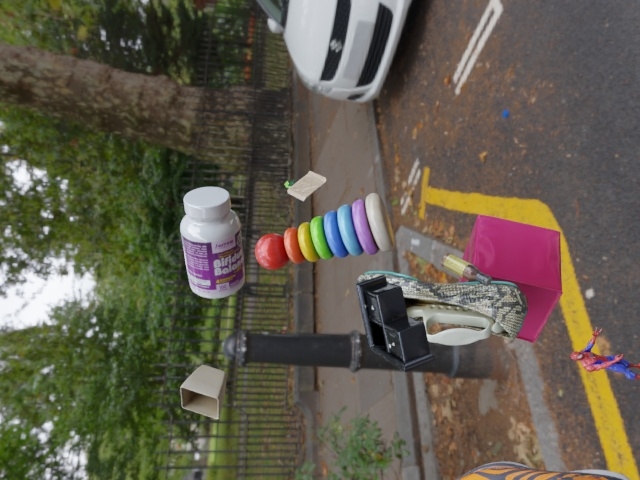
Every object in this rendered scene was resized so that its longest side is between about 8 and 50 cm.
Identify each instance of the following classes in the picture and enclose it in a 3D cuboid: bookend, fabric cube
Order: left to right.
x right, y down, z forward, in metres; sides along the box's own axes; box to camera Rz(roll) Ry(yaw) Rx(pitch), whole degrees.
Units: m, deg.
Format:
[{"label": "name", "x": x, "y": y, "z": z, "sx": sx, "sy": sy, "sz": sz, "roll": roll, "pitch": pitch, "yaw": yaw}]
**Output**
[{"label": "bookend", "x": 0.152, "y": 0.167, "z": 1.051, "sx": 0.157, "sy": 0.073, "sz": 0.156, "roll": -164, "pitch": 59, "yaw": -67}, {"label": "fabric cube", "x": 0.571, "y": 0.116, "z": 1.561, "sx": 0.258, "sy": 0.255, "sz": 0.258, "roll": 93, "pitch": -166, "yaw": -45}]

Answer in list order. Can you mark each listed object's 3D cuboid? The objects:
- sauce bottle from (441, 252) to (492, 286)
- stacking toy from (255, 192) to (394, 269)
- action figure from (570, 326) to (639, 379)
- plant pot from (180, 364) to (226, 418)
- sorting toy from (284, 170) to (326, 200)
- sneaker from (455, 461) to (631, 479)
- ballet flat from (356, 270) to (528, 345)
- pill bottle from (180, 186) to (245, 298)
[{"label": "sauce bottle", "x": 0.359, "y": 0.074, "z": 1.246, "sx": 0.128, "sy": 0.042, "sz": 0.042, "roll": 32, "pitch": 124, "yaw": 37}, {"label": "stacking toy", "x": 0.000, "y": 0.000, "z": 1.201, "sx": 0.141, "sy": 0.331, "sz": 0.141, "roll": -17, "pitch": -90, "yaw": -77}, {"label": "action figure", "x": 0.952, "y": 0.371, "z": 1.630, "sx": 0.091, "sy": 0.281, "sz": 0.138, "roll": -90, "pitch": 11, "yaw": -53}, {"label": "plant pot", "x": -0.314, "y": 0.410, "z": 1.402, "sx": 0.096, "sy": 0.109, "sz": 0.109, "roll": -67, "pitch": -9, "yaw": -47}, {"label": "sorting toy", "x": -0.032, "y": -0.105, "z": 0.956, "sx": 0.083, "sy": 0.062, "sz": 0.012, "roll": 31, "pitch": 159, "yaw": 46}, {"label": "sneaker", "x": 0.330, "y": 0.405, "z": 0.786, "sx": 0.180, "sy": 0.322, "sz": 0.124, "roll": 38, "pitch": -140, "yaw": -55}, {"label": "ballet flat", "x": 0.292, "y": 0.185, "z": 1.360, "sx": 0.164, "sy": 0.484, "sz": 0.181, "roll": 59, "pitch": -135, "yaw": -43}, {"label": "pill bottle", "x": -0.311, "y": 0.005, "z": 1.462, "sx": 0.169, "sy": 0.170, "sz": 0.301, "roll": -101, "pitch": 9, "yaw": -56}]
